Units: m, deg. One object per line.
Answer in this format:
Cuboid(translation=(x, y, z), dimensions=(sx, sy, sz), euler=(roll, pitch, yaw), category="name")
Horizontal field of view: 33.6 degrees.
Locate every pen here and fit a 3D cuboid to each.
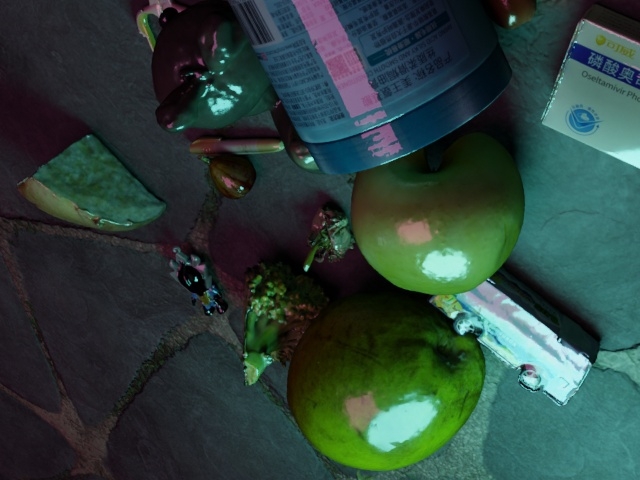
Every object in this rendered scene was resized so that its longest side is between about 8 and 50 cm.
Cuboid(translation=(-0.166, -0.187, 2.067), dimensions=(0.233, 0.032, 0.040), euler=(0, 119, 35), category="pen")

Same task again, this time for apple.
Cuboid(translation=(0.192, -0.050, 1.750), dimensions=(0.292, 0.292, 0.254), euler=(15, 137, 27), category="apple")

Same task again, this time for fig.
Cuboid(translation=(-0.188, -0.138, 2.068), dimensions=(0.125, 0.089, 0.089), euler=(37, 142, -22), category="fig")

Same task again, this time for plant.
Cuboid(translation=(0.000, 0.000, 2.040), dimensions=(0.104, 0.122, 0.116), euler=(24, 144, 35), category="plant")

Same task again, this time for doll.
Cuboid(translation=(-0.101, -0.261, 1.748), dimensions=(0.379, 0.382, 0.252), euler=(23, 107, 2), category="doll")
Cuboid(translation=(-0.276, 0.089, 2.356), dimensions=(0.096, 0.070, 0.195), euler=(-13, 124, 26), category="doll")

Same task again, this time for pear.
Cuboid(translation=(0.113, 0.276, 2.040), dimensions=(0.413, 0.352, 0.352), euler=(-34, 101, 38), category="pear")

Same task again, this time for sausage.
Cuboid(translation=(0.254, -0.397, 1.541), dimensions=(0.077, 0.077, 0.194), euler=(-11, 117, 42), category="sausage")

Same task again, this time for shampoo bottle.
Cuboid(translation=(0.061, -0.325, 1.553), dimensions=(0.331, 0.331, 0.342), euler=(-11, 117, 42), category="shampoo bottle")

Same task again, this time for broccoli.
Cuboid(translation=(-0.070, 0.174, 2.168), dimensions=(0.180, 0.273, 0.242), euler=(-1, 133, -4), category="broccoli")

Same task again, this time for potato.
Cuboid(translation=(-0.510, -0.075, 2.294), dimensions=(0.264, 0.211, 0.189), euler=(44, 137, -8), category="potato")

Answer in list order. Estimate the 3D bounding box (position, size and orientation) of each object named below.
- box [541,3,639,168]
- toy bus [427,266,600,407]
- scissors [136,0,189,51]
Cuboid(translation=(0.511, -0.186, 1.532), dimensions=(0.343, 0.065, 0.200), euler=(27, 137, 15), category="box")
Cuboid(translation=(0.355, 0.153, 1.913), dimensions=(0.317, 0.112, 0.138), euler=(37, 128, 4), category="toy bus")
Cuboid(translation=(-0.297, -0.448, 1.947), dimensions=(0.160, 0.024, 0.317), euler=(7, 128, 33), category="scissors")
